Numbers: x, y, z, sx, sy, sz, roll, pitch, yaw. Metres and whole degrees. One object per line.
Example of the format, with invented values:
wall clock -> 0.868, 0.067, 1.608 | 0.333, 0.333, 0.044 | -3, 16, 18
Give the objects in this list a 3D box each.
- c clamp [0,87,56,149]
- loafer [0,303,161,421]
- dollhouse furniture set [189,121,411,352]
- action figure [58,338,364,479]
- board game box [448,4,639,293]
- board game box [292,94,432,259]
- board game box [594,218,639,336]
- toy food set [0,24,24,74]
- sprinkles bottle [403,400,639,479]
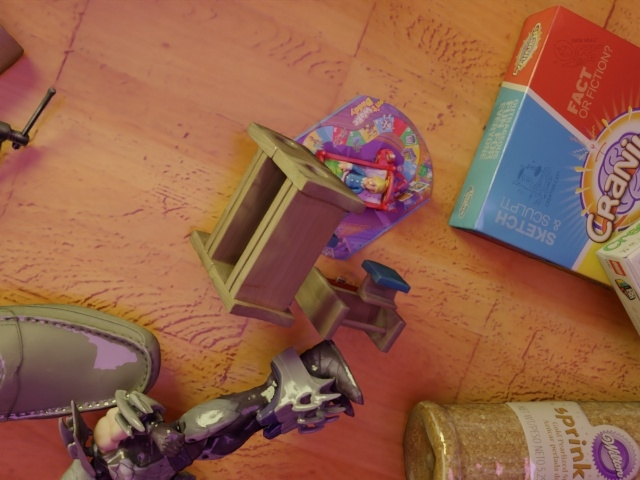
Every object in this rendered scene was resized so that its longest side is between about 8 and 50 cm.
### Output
c clamp -> -0.322, -0.092, 0.557 | 0.160, 0.022, 0.137 | 11, 120, -47
loafer -> -0.298, 0.110, 0.573 | 0.319, 0.111, 0.112 | 1, 95, -14
dollhouse furniture set -> 0.000, 0.000, 0.628 | 0.183, 0.129, 0.129 | 20, 109, -37
action figure -> -0.107, 0.177, 0.610 | 0.284, 0.185, 0.099 | -22, 55, -12
board game box -> 0.325, -0.070, 0.731 | 0.316, 0.064, 0.242 | 20, 90, -15
board game box -> 0.038, -0.064, 0.679 | 0.168, 0.033, 0.133 | -35, 102, -9
board game box -> 0.457, 0.010, 0.709 | 0.305, 0.053, 0.193 | -34, 102, -8
toy food set -> -0.429, -0.203, 0.534 | 0.219, 0.092, 0.306 | -42, 112, -7
sprinkles bottle -> 0.271, 0.228, 0.714 | 0.355, 0.121, 0.121 | 2, 95, -12
